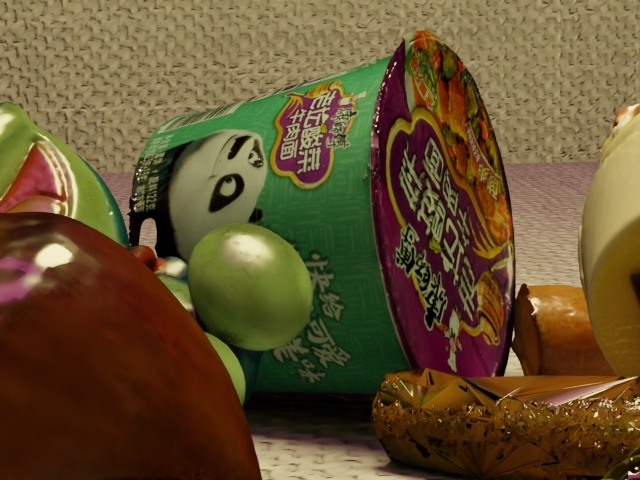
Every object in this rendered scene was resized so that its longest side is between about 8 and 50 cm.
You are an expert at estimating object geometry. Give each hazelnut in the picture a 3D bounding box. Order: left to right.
[{"bbox_3d":[-0.111,0.093,0.668,0.208,0.208,0.208,-1,7,0],"label":"hazelnut"}]

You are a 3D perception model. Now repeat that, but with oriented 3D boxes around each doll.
[{"bbox_3d":[-0.173,0.039,0.960,0.322,0.186,0.198,29,51,18],"label":"doll"}]

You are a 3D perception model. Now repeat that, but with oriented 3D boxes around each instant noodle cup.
[{"bbox_3d":[0.000,0.000,1.139,0.190,0.251,0.251,-7,4,24],"label":"instant noodle cup"}]

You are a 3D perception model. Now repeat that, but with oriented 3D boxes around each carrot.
[{"bbox_3d":[0.128,0.105,0.945,0.228,0.069,0.069,3,9,34],"label":"carrot"},{"bbox_3d":[0.237,0.069,1.198,0.205,0.072,0.072,3,7,-5],"label":"carrot"}]

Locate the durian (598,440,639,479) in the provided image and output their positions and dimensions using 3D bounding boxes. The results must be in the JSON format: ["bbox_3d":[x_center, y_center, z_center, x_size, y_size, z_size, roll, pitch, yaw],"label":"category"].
[{"bbox_3d":[0.210,0.095,0.759,0.375,0.132,0.106,-15,2,-41],"label":"durian"}]

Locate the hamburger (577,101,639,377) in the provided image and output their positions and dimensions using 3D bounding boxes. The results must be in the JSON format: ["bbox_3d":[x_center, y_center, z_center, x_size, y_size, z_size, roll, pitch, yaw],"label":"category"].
[{"bbox_3d":[0.299,0.012,1.033,0.295,0.227,0.151,1,29,14],"label":"hamburger"}]
